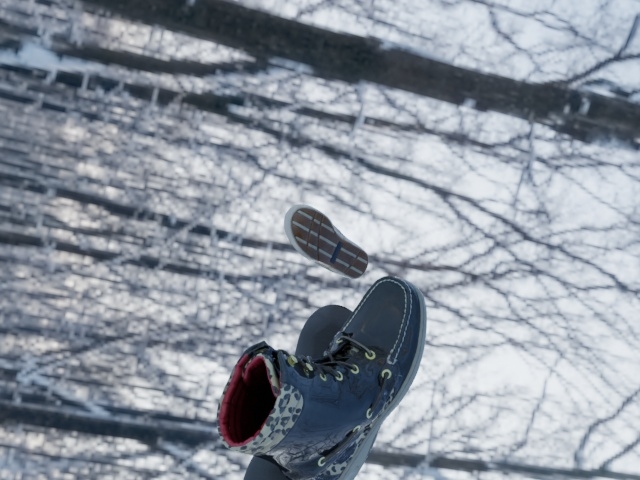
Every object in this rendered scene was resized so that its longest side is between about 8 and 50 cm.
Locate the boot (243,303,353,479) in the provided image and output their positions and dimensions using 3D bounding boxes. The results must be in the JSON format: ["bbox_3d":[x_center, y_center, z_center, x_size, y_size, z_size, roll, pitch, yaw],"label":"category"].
[{"bbox_3d":[0.003,0.230,1.206,0.112,0.115,0.305,16,-99,36],"label":"boot"}]

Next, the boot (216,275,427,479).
[{"bbox_3d":[0.007,0.120,1.053,0.085,0.178,0.236,19,-102,37],"label":"boot"}]

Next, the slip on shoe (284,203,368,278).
[{"bbox_3d":[0.000,0.000,1.215,0.041,0.135,0.051,22,-97,46],"label":"slip on shoe"}]
